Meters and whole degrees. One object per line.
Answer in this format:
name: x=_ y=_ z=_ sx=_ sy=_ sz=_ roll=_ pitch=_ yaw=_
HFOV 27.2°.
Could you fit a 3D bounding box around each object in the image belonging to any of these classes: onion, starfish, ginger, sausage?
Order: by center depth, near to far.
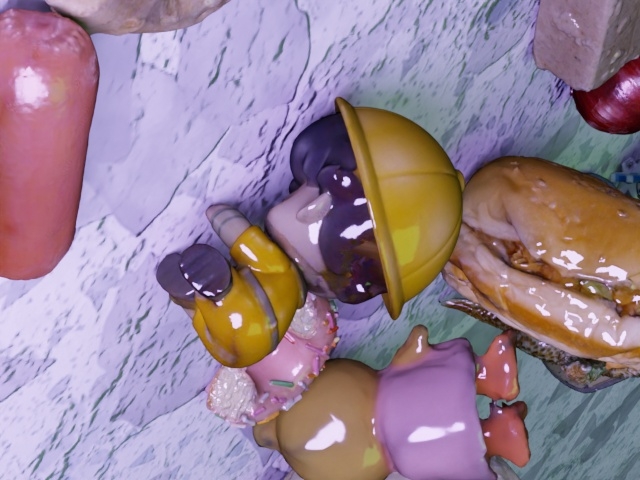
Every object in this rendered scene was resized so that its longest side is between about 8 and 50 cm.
sausage: x=-0.181 y=-0.054 z=0.812 sx=0.077 sy=0.077 sz=0.194 roll=-25 pitch=143 yaw=-43
ginger: x=-0.109 y=-0.160 z=0.829 sx=0.173 sy=0.051 sz=0.069 roll=-22 pitch=148 yaw=-53
onion: x=0.340 y=-0.173 z=1.461 sx=0.131 sy=0.131 sz=0.131 roll=-38 pitch=152 yaw=-25
starfish: x=0.305 y=0.119 z=1.547 sx=0.358 sy=0.347 sz=0.078 roll=-23 pitch=123 yaw=-64

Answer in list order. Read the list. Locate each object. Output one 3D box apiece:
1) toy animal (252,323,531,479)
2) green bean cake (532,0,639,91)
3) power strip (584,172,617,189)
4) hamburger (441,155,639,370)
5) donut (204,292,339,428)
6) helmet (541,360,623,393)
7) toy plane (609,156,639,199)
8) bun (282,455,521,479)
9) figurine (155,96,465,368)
toy animal: x=0.070 y=0.189 z=1.371 sx=0.169 sy=0.281 sz=0.195 roll=-37 pitch=120 yaw=-72
green bean cake: x=0.278 y=-0.243 z=1.306 sx=0.109 sy=0.085 sz=0.179 roll=-37 pitch=152 yaw=-26
power strip: x=0.319 y=-0.019 z=1.712 sx=0.216 sy=0.044 sz=0.137 roll=-22 pitch=142 yaw=-47
hamburger: x=0.286 y=0.023 z=1.423 sx=0.174 sy=0.304 sz=0.284 roll=-67 pitch=162 yaw=8
donut: x=-0.033 y=0.108 z=1.276 sx=0.166 sy=0.065 sz=0.117 roll=-57 pitch=153 yaw=15
helmet: x=0.401 y=0.074 z=1.827 sx=0.257 sy=0.204 sz=0.137 roll=-35 pitch=136 yaw=1
toy plane: x=0.504 y=-0.137 z=1.810 sx=0.182 sy=0.107 sz=0.273 roll=37 pitch=83 yaw=-26
bun: x=0.070 y=0.371 z=1.510 sx=0.227 sy=0.352 sz=0.349 roll=11 pitch=77 yaw=-73
figurine: x=0.004 y=0.003 z=1.088 sx=0.257 sy=0.167 sz=0.192 roll=-41 pitch=166 yaw=-15
